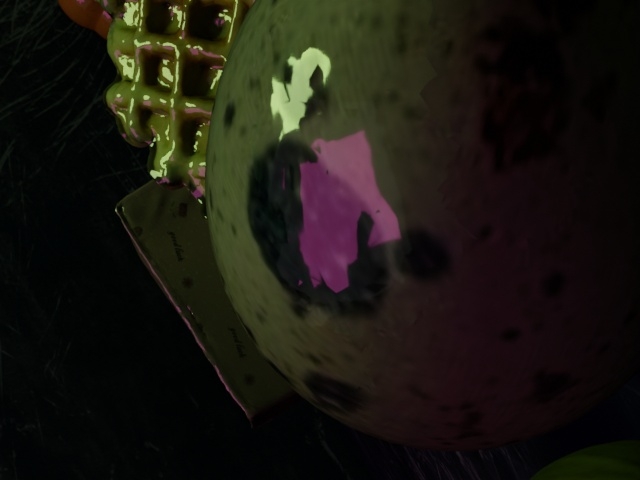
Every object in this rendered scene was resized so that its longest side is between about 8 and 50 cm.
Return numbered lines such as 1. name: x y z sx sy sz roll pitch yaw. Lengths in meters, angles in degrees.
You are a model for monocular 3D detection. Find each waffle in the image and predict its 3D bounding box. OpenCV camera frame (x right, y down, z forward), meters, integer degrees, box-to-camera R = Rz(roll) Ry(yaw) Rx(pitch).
1. waffle: -0.056 -0.184 0.944 0.073 0.317 0.297 0 -124 -59

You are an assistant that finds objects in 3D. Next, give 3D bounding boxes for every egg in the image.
1. egg: 0.075 -0.035 0.657 0.287 0.287 0.379 52 172 24

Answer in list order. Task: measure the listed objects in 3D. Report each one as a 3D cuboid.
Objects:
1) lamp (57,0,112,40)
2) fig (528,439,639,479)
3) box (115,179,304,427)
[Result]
1. lamp: -0.184 -0.311 1.215 0.223 0.223 0.196 59 168 -8
2. fig: 0.264 0.287 0.820 0.316 0.316 0.316 54 169 16
3. box: 0.000 0.000 1.092 0.225 0.297 0.190 56 172 7
